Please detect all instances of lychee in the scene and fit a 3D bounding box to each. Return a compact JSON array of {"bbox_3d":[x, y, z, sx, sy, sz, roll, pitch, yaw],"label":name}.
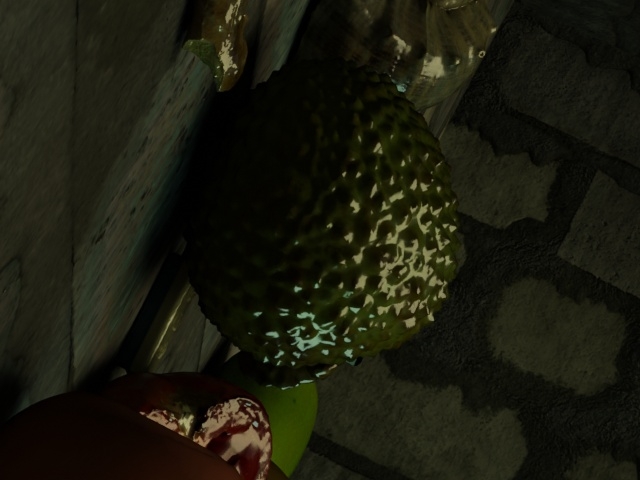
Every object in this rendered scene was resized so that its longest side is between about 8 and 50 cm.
[{"bbox_3d":[-0.001,-0.010,1.609,0.270,0.270,0.320,-55,131,-58],"label":"lychee"}]

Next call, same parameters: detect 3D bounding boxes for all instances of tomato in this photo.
[{"bbox_3d":[-0.168,0.209,1.625,0.233,0.140,0.200,1,111,-45],"label":"tomato"}]

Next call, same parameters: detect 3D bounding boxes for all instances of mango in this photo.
[{"bbox_3d":[-0.106,0.264,2.253,0.192,0.156,0.343,-66,175,32],"label":"mango"}]

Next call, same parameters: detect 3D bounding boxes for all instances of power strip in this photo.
[{"bbox_3d":[-0.152,0.074,1.681,0.123,0.032,0.056,-63,173,-7],"label":"power strip"}]

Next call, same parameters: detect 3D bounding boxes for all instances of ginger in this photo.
[{"bbox_3d":[-0.073,-0.175,1.299,0.057,0.044,0.137,-10,131,-25],"label":"ginger"}]

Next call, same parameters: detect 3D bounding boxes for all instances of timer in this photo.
[{"bbox_3d":[-0.166,0.231,1.291,0.215,0.230,0.229,-63,174,-9],"label":"timer"}]

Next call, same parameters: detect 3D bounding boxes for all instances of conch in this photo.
[{"bbox_3d":[0.086,-0.204,1.838,0.291,0.159,0.210,-62,169,27],"label":"conch"}]

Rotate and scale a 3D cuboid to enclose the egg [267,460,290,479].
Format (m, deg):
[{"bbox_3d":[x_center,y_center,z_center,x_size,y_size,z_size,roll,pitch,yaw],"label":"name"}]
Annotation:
[{"bbox_3d":[-0.142,0.339,1.838,0.322,0.250,0.250,-53,-176,49],"label":"egg"}]

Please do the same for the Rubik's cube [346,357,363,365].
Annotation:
[{"bbox_3d":[0.015,0.011,2.133,0.182,0.187,0.184,-62,176,-27],"label":"Rubik's cube"}]
